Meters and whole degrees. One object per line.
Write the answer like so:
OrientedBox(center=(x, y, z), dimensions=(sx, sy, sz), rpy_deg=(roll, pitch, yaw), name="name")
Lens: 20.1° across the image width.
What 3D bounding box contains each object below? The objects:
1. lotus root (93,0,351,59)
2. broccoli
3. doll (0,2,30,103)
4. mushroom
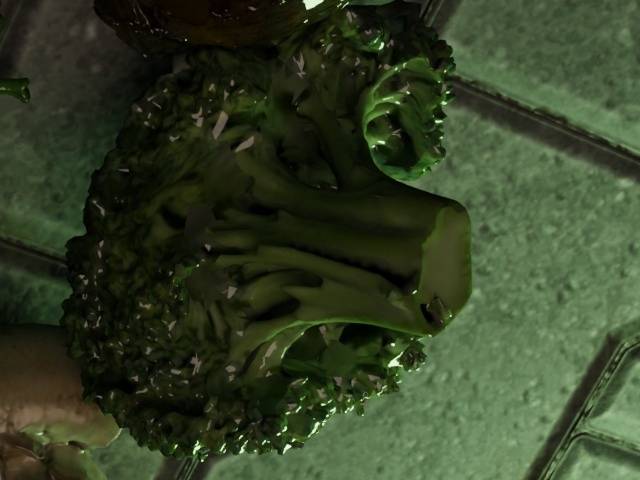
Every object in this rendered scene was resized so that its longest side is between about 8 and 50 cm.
OrientedBox(center=(0.007, -0.276, 1.205), dimensions=(0.397, 0.196, 0.179), rpy_deg=(-43, 156, 6), name="lotus root")
OrientedBox(center=(-0.004, 0.006, 1.308), dimensions=(0.375, 0.302, 0.249), rpy_deg=(-58, 153, -18), name="broccoli")
OrientedBox(center=(-0.248, -0.145, 1.272), dimensions=(0.115, 0.050, 0.190), rpy_deg=(20, 106, -23), name="doll")
OrientedBox(center=(-0.254, 0.183, 1.352), dimensions=(0.189, 0.195, 0.254), rpy_deg=(13, 108, -21), name="mushroom")
